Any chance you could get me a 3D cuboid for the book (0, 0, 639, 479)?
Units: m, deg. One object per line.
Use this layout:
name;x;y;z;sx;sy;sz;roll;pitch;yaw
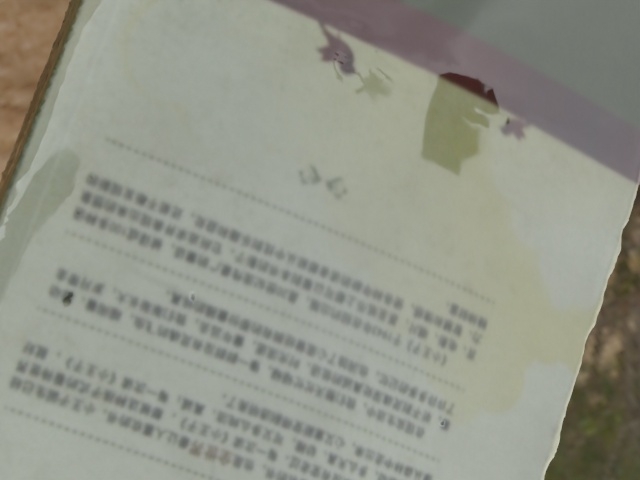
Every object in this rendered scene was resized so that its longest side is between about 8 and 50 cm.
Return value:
book;0.000;0.000;0.526;0.201;0.289;0.026;24;170;-20
